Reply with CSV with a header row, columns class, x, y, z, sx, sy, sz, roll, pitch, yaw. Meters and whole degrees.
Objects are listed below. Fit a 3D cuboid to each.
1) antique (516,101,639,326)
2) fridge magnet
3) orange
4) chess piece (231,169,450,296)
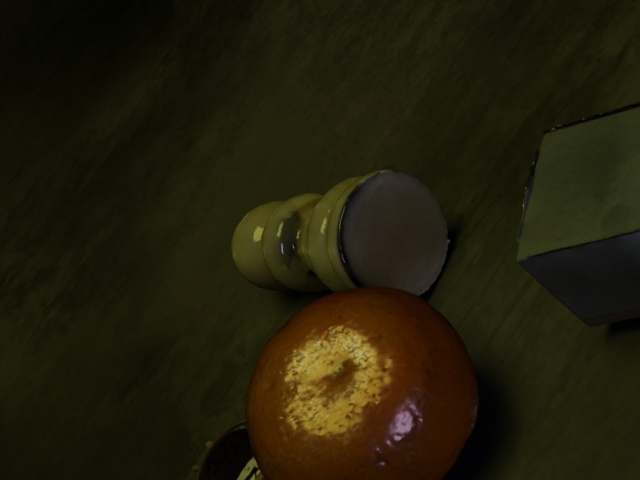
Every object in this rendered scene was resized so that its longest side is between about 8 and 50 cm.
class,x,y,z,sx,sy,sz,roll,pitch,yaw
antique,0.277,-0.022,1.562,0.147,0.148,0.152,-16,46,41
fridge magnet,-0.073,0.235,1.786,0.143,0.063,0.143,-32,33,24
orange,0.042,0.154,1.641,0.224,0.170,0.224,-12,62,22
chess piece,0.000,0.000,1.881,0.261,0.143,0.142,-2,55,53
